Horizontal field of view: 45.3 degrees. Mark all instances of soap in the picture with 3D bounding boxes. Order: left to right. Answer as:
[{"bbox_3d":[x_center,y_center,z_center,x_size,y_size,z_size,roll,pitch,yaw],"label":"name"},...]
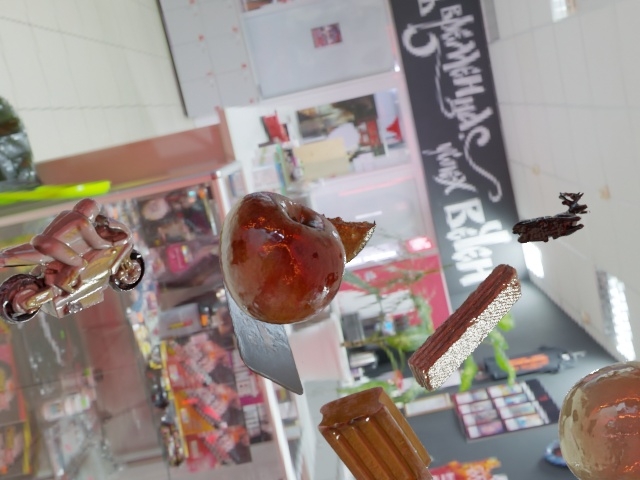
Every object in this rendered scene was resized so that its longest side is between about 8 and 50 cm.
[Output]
[{"bbox_3d":[0.109,0.395,1.484,0.232,0.140,0.073,57,23,-29],"label":"soap"}]

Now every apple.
[{"bbox_3d":[-0.095,0.051,1.720,0.301,0.302,0.301,-12,90,-86],"label":"apple"}]

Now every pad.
[{"bbox_3d":[-0.166,0.229,2.123,0.315,0.063,0.375,34,21,-37],"label":"pad"}]

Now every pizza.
[{"bbox_3d":[0.000,0.000,1.966,0.197,0.292,0.058,52,13,-33],"label":"pizza"}]

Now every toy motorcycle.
[{"bbox_3d":[-0.478,0.032,1.489,0.341,0.108,0.222,-21,121,-50],"label":"toy motorcycle"}]

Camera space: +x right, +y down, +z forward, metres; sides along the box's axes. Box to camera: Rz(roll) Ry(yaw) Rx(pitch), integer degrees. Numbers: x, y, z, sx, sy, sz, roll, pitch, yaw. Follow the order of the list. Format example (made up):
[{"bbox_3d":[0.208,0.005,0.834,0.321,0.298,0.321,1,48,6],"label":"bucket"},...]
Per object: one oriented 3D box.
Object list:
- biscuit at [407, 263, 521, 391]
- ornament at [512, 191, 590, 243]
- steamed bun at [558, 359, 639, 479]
[{"bbox_3d":[0.423,0.245,2.209,0.078,0.426,0.144,33,-21,39],"label":"biscuit"},{"bbox_3d":[0.663,-0.069,2.185,0.236,0.202,0.080,-43,115,-54],"label":"ornament"},{"bbox_3d":[0.744,0.471,1.838,0.233,0.312,0.333,-154,-138,-81],"label":"steamed bun"}]
